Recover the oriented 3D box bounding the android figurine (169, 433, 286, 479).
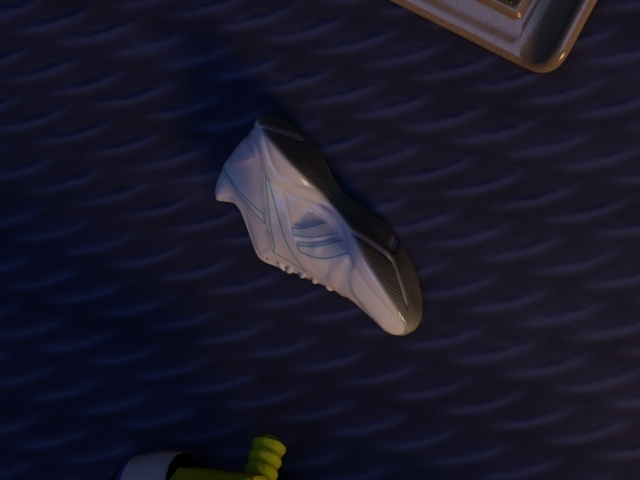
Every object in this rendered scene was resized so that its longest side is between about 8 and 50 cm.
[{"bbox_3d":[-0.060,0.237,0.889,0.056,0.248,0.272,5,52,19],"label":"android figurine"}]

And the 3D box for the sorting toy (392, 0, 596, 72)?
[{"bbox_3d":[0.102,-0.278,0.936,0.229,0.041,0.307,28,97,10],"label":"sorting toy"}]

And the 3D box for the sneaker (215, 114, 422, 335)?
[{"bbox_3d":[0.000,0.000,0.965,0.061,0.054,0.152,-45,80,25],"label":"sneaker"}]

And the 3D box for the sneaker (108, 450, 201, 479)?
[{"bbox_3d":[-0.191,0.277,0.968,0.236,0.130,0.322,3,86,18],"label":"sneaker"}]
